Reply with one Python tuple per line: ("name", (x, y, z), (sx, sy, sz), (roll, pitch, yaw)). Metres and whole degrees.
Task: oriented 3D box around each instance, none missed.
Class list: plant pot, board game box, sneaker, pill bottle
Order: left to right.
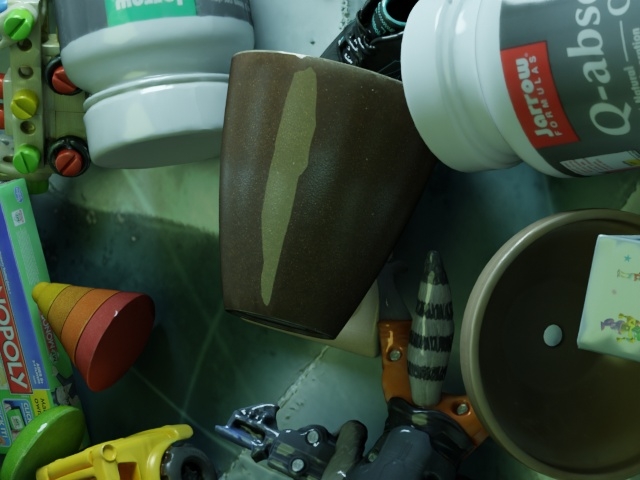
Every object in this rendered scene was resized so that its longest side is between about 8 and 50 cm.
("board game box", (-0.386, 0.090, 2.199), (0.213, 0.046, 0.317), (-2, 105, 40))
("pill bottle", (-0.178, -0.267, 1.989), (0.204, 0.204, 0.361), (-16, 80, 38))
("plant pot", (-0.009, -0.032, 1.774), (0.215, 0.215, 0.230), (9, 80, 39))
("sneaker", (0.061, -0.203, 1.860), (0.267, 0.106, 0.101), (-39, 68, 34))
("plant pot", (0.223, 0.089, 1.686), (0.110, 0.237, 0.237), (-171, 84, -73))
("pill bottle", (0.263, -0.164, 1.629), (0.363, 0.210, 0.210), (-9, 84, 39))
("board game box", (0.378, 0.065, 1.482), (0.303, 0.224, 0.097), (12, 96, 22))

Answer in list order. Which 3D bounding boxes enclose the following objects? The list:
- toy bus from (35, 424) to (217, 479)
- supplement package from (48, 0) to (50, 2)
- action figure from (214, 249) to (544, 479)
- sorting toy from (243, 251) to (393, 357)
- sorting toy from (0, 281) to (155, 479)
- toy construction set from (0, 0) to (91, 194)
("toy bus", (-0.214, 0.314, 2.011), (0.149, 0.211, 0.220), (-22, 78, 35))
("supplement package", (-0.367, -0.409, 2.186), (0.134, 0.139, 0.244), (-42, 66, 32))
("action figure", (0.049, 0.175, 1.796), (0.341, 0.178, 0.330), (15, 81, 19))
("sorting toy", (0.000, 0.000, 1.955), (0.193, 0.038, 0.208), (14, 103, 38))
("sorting toy", (-0.326, 0.188, 2.082), (0.126, 0.127, 0.365), (31, 88, 18))
("toy construction set", (-0.356, -0.168, 2.123), (0.327, 0.215, 0.151), (92, -179, -45))
